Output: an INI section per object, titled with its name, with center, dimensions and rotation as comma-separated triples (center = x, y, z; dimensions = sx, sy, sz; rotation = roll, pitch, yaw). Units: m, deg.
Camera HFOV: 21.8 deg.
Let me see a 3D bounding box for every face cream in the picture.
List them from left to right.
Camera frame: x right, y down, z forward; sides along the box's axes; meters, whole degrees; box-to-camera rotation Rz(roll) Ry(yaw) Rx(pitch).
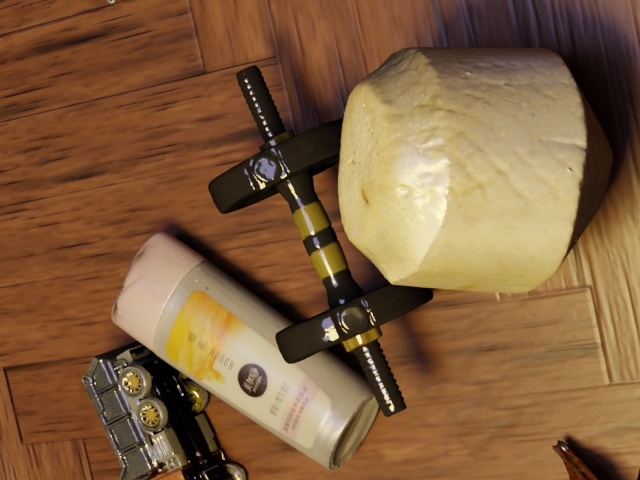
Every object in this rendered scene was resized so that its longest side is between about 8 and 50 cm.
[face cream]
center = -0.072, 0.103, 1.541
dimensions = 0.269, 0.073, 0.107
rotation = 34, 107, 21

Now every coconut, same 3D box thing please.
[coconut]
center = 0.129, -0.057, 1.316
dimensions = 0.202, 0.221, 0.202
rotation = 180, 90, -72

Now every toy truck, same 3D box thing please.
[toy truck]
center = -0.153, 0.189, 1.601
dimensions = 0.092, 0.083, 0.192
rotation = -28, 85, 31

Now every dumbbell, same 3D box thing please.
[dumbbell]
center = 0.000, 0.000, 1.434
dimensions = 0.143, 0.143, 0.326
rotation = -25, 88, 32

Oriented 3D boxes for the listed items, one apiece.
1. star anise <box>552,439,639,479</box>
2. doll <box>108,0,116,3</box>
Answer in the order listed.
[star anise]
center = 0.262, 0.265, 1.398
dimensions = 0.158, 0.144, 0.141
rotation = 8, 60, 22
[doll]
center = -0.181, -0.276, 1.542
dimensions = 0.057, 0.039, 0.114
rotation = 16, 102, -2
